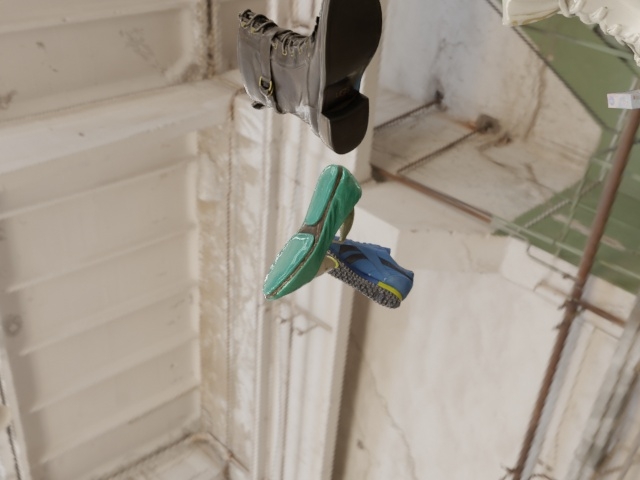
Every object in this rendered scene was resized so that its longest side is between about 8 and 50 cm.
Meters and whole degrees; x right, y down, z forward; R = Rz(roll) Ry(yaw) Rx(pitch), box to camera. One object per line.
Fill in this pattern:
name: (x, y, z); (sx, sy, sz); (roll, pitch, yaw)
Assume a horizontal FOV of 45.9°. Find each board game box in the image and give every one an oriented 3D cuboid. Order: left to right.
board game box: (0.401, -0.173, 0.902); (0.090, 0.090, 0.020); (-68, -31, -78)

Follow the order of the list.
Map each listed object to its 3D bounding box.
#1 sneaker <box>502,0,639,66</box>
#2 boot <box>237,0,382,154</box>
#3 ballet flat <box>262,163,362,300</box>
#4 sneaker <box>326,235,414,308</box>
sneaker: (0.256, -0.211, 0.691); (0.169, 0.292, 0.108); (-24, -1, 14)
boot: (-0.035, -0.250, 0.979); (0.091, 0.229, 0.263); (-26, -42, -32)
ballet flat: (0.000, 0.000, 1.196); (0.087, 0.083, 0.247); (34, -104, -29)
sneaker: (0.064, 0.031, 1.286); (0.082, 0.209, 0.069); (-59, 2, -29)
